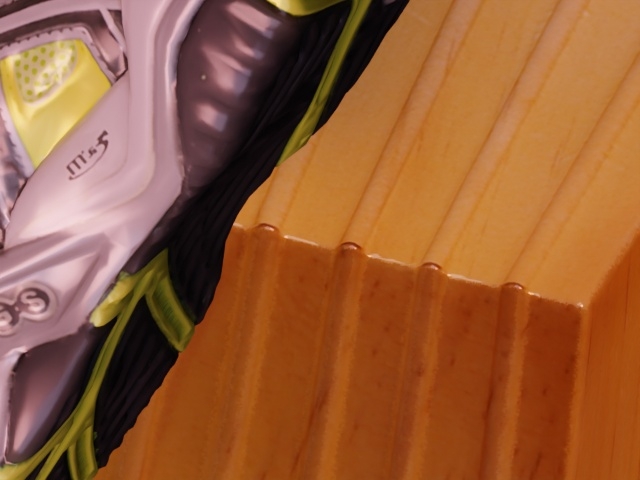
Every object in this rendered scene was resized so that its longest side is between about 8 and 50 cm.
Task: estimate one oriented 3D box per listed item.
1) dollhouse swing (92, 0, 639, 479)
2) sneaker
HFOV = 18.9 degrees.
[{"bbox_3d":[0.000,0.000,0.675,0.346,0.315,0.305,14,155,-10],"label":"dollhouse swing"},{"bbox_3d":[-0.067,-0.069,0.529,0.147,0.145,0.385,38,107,8],"label":"sneaker"}]
